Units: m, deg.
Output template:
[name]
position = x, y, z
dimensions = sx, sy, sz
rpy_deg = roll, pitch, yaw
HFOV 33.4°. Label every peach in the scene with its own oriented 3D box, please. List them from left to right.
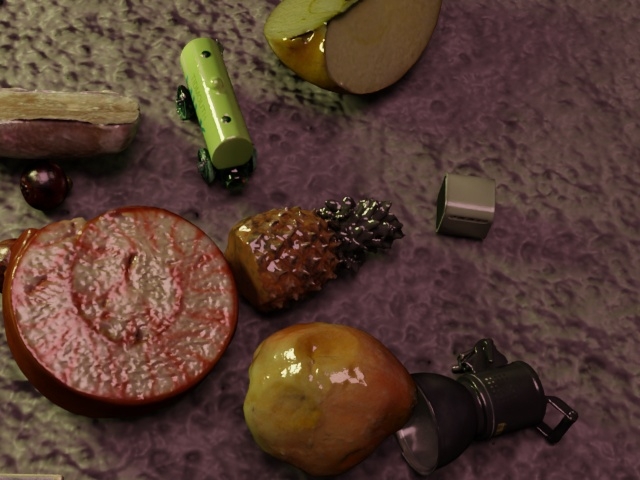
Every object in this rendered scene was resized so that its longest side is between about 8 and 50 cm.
[peach]
position = 0.017, 0.216, 1.456
dimensions = 0.235, 0.214, 0.214
rpy_deg = -5, 54, 27

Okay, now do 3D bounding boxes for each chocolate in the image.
[chocolate]
position = -0.438, -0.179, 1.699
dimensions = 0.303, 0.100, 0.185
rpy_deg = -2, 20, -6

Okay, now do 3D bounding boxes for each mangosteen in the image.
[mangosteen]
position = -0.430, -0.088, 1.674
dimensions = 0.081, 0.081, 0.081
rpy_deg = 3, 59, -5

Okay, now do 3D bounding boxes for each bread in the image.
[bread]
position = -0.280, 0.102, 1.523
dimensions = 0.328, 0.114, 0.295
rpy_deg = -8, 71, -24

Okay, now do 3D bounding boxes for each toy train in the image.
[toy train]
position = -0.169, -0.211, 1.732
dimensions = 0.105, 0.157, 0.253
rpy_deg = -12, 61, -14

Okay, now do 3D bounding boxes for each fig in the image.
[fig]
position = -0.478, 0.039, 1.603
dimensions = 0.125, 0.089, 0.089
rpy_deg = 4, 54, 28

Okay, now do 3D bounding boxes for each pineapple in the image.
[pineapple]
position = 0.000, 0.000, 1.633
dimensions = 0.279, 0.158, 0.158
rpy_deg = -22, 64, -22

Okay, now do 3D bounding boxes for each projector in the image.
[projector]
position = 0.235, -0.056, 1.729
dimensions = 0.082, 0.083, 0.083
rpy_deg = 8, 58, -2

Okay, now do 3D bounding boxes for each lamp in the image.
[lamp]
position = 0.227, 0.230, 1.538
dimensions = 0.227, 0.147, 0.172
rpy_deg = -12, 56, -23

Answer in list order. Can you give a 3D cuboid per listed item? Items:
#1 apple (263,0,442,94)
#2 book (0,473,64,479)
[apple]
position = 0.064, -0.385, 1.855
dimensions = 0.254, 0.179, 0.346
rpy_deg = 46, 62, 5
[book]
position = -0.511, 0.413, 1.399
dimensions = 0.322, 0.018, 0.228
rpy_deg = 3, 60, -5
